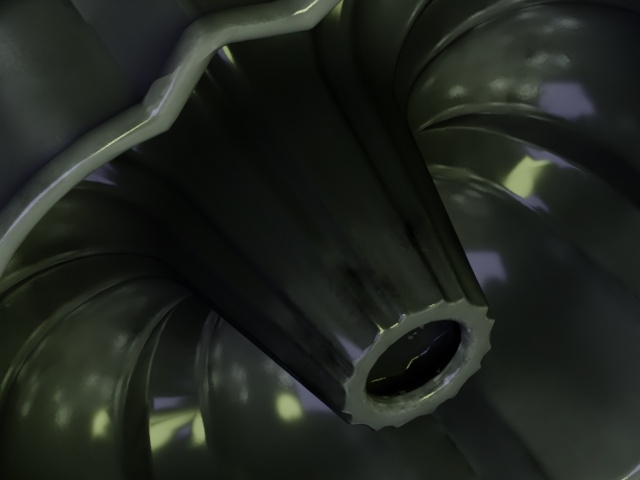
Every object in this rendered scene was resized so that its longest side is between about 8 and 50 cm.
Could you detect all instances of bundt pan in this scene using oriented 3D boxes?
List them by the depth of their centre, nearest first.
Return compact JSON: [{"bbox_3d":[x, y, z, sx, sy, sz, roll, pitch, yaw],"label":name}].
[{"bbox_3d":[0.000,0.000,0.562,0.331,0.331,0.124,-57,49,24],"label":"bundt pan"}]

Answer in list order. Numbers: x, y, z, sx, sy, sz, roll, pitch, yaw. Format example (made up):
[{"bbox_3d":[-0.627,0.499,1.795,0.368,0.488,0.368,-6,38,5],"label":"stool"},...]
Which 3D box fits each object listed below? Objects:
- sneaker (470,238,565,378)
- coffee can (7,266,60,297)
[{"bbox_3d":[0.154,0.075,0.712,0.262,0.104,0.125,23,113,0],"label":"sneaker"},{"bbox_3d":[-0.084,-0.147,0.608,0.201,0.201,0.275,31,114,-3],"label":"coffee can"}]
